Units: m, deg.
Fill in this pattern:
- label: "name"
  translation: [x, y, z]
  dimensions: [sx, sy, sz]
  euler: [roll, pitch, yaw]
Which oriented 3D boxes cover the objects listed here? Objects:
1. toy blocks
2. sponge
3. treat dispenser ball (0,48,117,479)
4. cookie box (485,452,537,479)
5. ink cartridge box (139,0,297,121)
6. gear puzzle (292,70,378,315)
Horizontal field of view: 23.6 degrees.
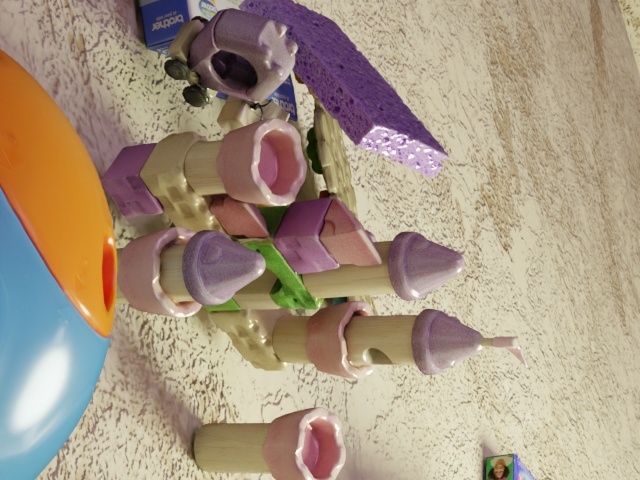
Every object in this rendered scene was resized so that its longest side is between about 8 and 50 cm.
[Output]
- label: "toy blocks"
  translation: [0.000, 0.000, 1.217]
  dimensions: [0.289, 0.260, 0.309]
  euler: [54, 45, -36]
- label: "sponge"
  translation: [0.021, -0.143, 1.374]
  dimensions: [0.117, 0.031, 0.210]
  euler: [17, 30, -51]
- label: "treat dispenser ball"
  translation: [-0.244, 0.019, 0.749]
  dimensions: [0.288, 0.288, 0.288]
  euler: [39, 44, -51]
- label: "cookie box"
  translation: [0.230, 0.323, 1.823]
  dimensions: [0.092, 0.040, 0.107]
  euler: [50, 35, -42]
- label: "ink cartridge box"
  translation: [-0.106, -0.266, 1.426]
  dimensions: [0.185, 0.065, 0.311]
  euler: [10, 67, -63]
- label: "gear puzzle"
  translation: [0.002, -0.056, 1.510]
  dimensions: [0.175, 0.044, 0.339]
  euler: [-44, 124, -81]
